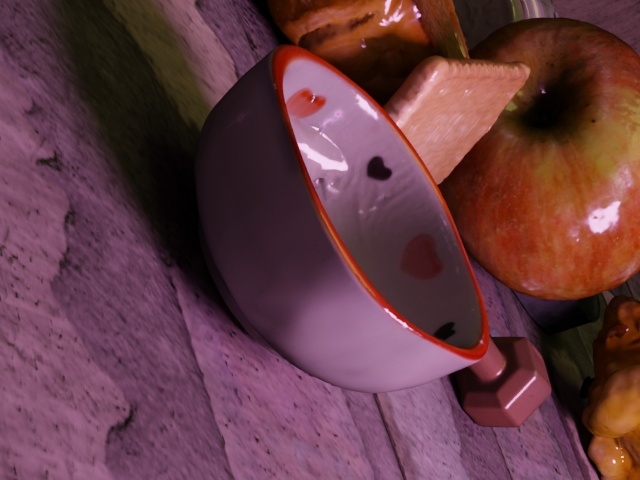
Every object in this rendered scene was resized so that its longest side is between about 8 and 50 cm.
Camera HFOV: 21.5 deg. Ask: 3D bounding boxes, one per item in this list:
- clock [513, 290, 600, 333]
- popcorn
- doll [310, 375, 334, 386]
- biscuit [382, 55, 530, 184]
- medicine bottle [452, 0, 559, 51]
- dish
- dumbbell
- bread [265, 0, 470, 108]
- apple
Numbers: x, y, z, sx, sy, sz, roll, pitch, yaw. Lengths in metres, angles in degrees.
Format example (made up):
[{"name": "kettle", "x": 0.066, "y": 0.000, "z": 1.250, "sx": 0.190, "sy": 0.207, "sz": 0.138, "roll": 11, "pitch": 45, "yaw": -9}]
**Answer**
[{"name": "clock", "x": 0.262, "y": -0.031, "z": 2.158, "sx": 0.319, "sy": 0.066, "sz": 0.319, "roll": 56, "pitch": 17, "yaw": -28}, {"name": "popcorn", "x": 0.433, "y": 0.186, "z": 2.048, "sx": 0.297, "sy": 0.281, "sz": 0.316, "roll": -54, "pitch": 127, "yaw": -33}, {"name": "doll", "x": 0.017, "y": 0.078, "z": 1.269, "sx": 0.057, "sy": 0.039, "sz": 0.114, "roll": 34, "pitch": 15, "yaw": 26}, {"name": "biscuit", "x": 0.106, "y": -0.110, "z": 1.584, "sx": 0.030, "sy": 0.160, "sz": 0.250, "roll": 45, "pitch": 22, "yaw": 16}, {"name": "medicine bottle", "x": 0.211, "y": -0.273, "z": 2.183, "sx": 0.170, "sy": 0.170, "sz": 0.293, "roll": 65, "pitch": 17, "yaw": 4}, {"name": "dish", "x": 0.000, "y": 0.000, "z": 1.165, "sx": 0.256, "sy": 0.117, "sz": 0.256, "roll": 47, "pitch": 23, "yaw": -27}, {"name": "dumbbell", "x": 0.130, "y": 0.084, "z": 1.536, "sx": 0.231, "sy": 0.082, "sz": 0.092, "roll": 50, "pitch": 20, "yaw": -41}, {"name": "bread", "x": 0.028, "y": -0.278, "z": 1.657, "sx": 0.328, "sy": 0.148, "sz": 0.337, "roll": 38, "pitch": 35, "yaw": -69}, {"name": "apple", "x": 0.260, "y": -0.083, "z": 1.881, "sx": 0.250, "sy": 0.278, "sz": 0.309, "roll": 63, "pitch": 35, "yaw": -59}]
